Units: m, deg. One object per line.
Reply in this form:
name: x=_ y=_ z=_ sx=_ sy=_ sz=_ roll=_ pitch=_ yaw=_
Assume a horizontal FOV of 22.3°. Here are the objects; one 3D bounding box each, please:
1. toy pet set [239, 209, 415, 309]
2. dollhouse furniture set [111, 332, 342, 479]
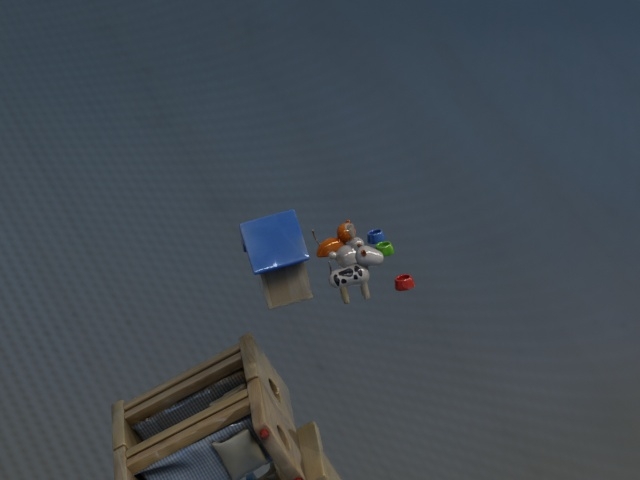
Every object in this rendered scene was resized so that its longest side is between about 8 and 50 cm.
toy pet set: x=0.000 y=0.000 z=1.209 sx=0.114 sy=0.065 sz=0.122 roll=-15 pitch=20 yaw=-6
dollhouse furniture set: x=-0.059 y=0.199 z=1.263 sx=0.183 sy=0.129 sz=0.129 roll=58 pitch=9 yaw=-29
